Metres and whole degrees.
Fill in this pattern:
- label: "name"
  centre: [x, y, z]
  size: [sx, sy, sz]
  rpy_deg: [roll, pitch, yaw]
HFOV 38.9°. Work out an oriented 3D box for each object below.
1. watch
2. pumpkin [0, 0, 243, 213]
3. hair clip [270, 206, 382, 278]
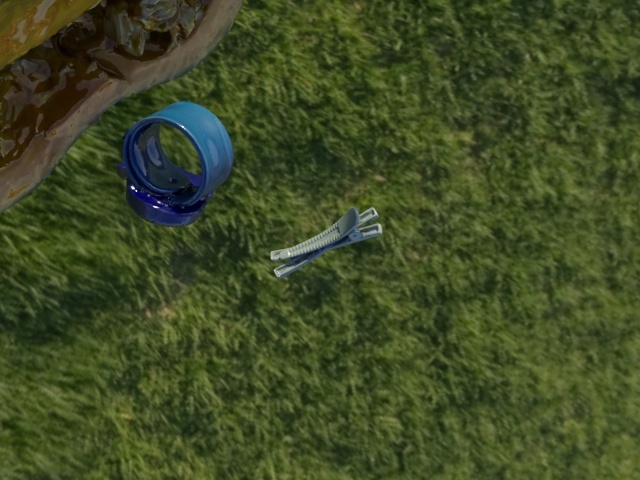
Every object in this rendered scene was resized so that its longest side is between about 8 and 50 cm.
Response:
- label: "watch"
  centre: [-0.255, -0.141, 1.567]
  size: [0.196, 0.171, 0.200]
  rpy_deg: [26, 124, 1]
- label: "pumpkin"
  centre: [-0.189, -0.155, 0.552]
  size: [0.317, 0.139, 0.222]
  rpy_deg: [-38, 156, -17]
- label: "hair clip"
  centre: [0.000, -0.001, 0.866]
  size: [0.115, 0.030, 0.039]
  rpy_deg: [-27, 143, 19]
